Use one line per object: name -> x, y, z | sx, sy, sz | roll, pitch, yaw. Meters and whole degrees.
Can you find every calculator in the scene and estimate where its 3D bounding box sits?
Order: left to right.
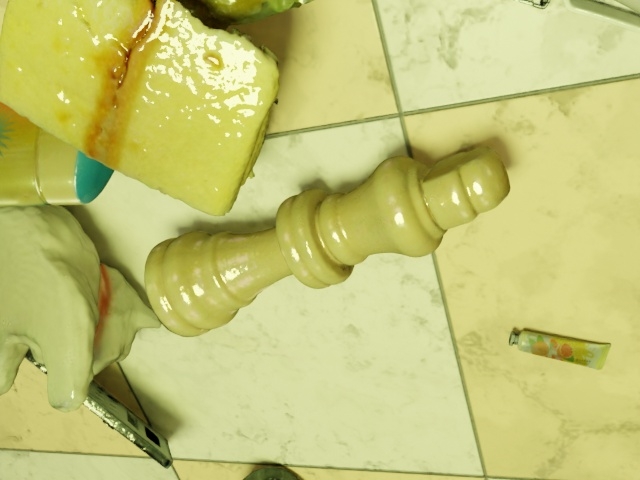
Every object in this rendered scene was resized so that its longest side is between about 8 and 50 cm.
calculator -> -0.310, 0.225, 0.953 | 0.261, 0.021, 0.161 | 42, 166, -10

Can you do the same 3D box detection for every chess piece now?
chess piece -> 0.000, 0.000, 0.693 | 0.396, 0.117, 0.117 | -19, 113, 28

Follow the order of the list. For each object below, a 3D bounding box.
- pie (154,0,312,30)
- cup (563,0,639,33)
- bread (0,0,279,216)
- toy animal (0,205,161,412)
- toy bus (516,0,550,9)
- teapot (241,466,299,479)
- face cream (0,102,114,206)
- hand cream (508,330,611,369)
pie -> -0.122, -0.319, 0.534 | 0.354, 0.103, 0.289 | 17, 124, 10
cup -> 0.236, -0.198, 0.505 | 0.116, 0.074, 0.104 | 30, 151, -5
bread -> -0.142, -0.158, 0.603 | 0.240, 0.135, 0.178 | 27, 129, -8
toy animal -> -0.362, 0.051, 0.852 | 0.307, 0.188, 0.267 | -4, 96, 29
toy bus -> 0.125, -0.226, 0.516 | 0.122, 0.075, 0.060 | 19, 127, 8
teapot -> -0.067, 0.393, 0.994 | 0.111, 0.149, 0.108 | 64, 147, 22
face cream -> -0.342, -0.105, 0.751 | 0.284, 0.067, 0.140 | 0, 76, 20
hand cream -> 0.254, 0.115, 0.724 | 0.102, 0.022, 0.035 | 12, 117, 8
